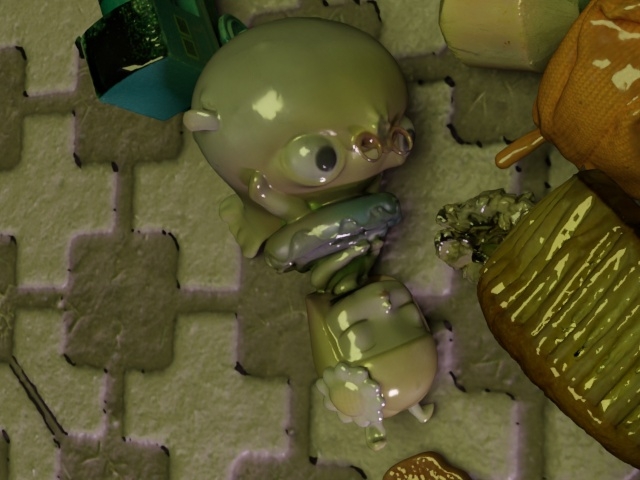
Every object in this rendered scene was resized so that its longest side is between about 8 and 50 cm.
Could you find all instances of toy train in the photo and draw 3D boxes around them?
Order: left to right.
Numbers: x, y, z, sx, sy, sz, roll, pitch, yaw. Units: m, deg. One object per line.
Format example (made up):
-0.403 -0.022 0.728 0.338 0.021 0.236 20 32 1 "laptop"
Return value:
-0.172 -0.262 0.954 0.120 0.194 0.298 -26 75 24 "toy train"

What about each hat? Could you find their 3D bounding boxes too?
0.232 -0.109 0.749 0.233 0.244 0.233 -26 67 36 "hat"

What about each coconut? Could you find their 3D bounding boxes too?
0.177 -0.206 0.820 0.122 0.116 0.116 15 93 32 "coconut"

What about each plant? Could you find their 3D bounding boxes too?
0.151 0.008 0.817 0.116 0.122 0.104 -1 97 20 "plant"

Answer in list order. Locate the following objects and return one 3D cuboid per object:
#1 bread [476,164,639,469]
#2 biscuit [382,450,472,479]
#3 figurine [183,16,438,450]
0.243 0.069 0.690 0.142 0.253 0.227 -51 40 12 "bread"
0.130 0.308 0.847 0.144 0.040 0.236 -30 72 14 "biscuit"
0.000 0.000 0.883 0.274 0.226 0.394 -25 86 54 "figurine"
